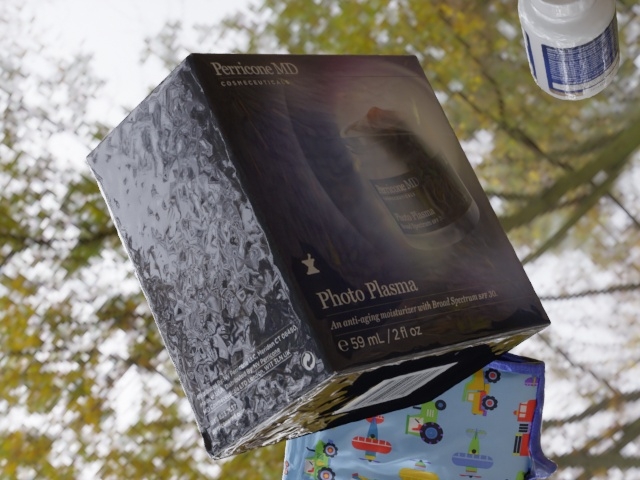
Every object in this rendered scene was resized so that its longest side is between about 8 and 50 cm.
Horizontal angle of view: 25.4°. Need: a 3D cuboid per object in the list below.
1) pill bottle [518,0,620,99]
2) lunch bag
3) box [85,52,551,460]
[{"bbox_3d":[0.174,-0.154,0.998,0.067,0.067,0.120,61,-179,27],"label":"pill bottle"},{"bbox_3d":[0.120,0.220,1.594,0.293,0.221,0.138,11,-169,23],"label":"lunch bag"},{"bbox_3d":[0.000,0.000,1.246,0.296,0.182,0.294,-8,-114,-47],"label":"box"}]
